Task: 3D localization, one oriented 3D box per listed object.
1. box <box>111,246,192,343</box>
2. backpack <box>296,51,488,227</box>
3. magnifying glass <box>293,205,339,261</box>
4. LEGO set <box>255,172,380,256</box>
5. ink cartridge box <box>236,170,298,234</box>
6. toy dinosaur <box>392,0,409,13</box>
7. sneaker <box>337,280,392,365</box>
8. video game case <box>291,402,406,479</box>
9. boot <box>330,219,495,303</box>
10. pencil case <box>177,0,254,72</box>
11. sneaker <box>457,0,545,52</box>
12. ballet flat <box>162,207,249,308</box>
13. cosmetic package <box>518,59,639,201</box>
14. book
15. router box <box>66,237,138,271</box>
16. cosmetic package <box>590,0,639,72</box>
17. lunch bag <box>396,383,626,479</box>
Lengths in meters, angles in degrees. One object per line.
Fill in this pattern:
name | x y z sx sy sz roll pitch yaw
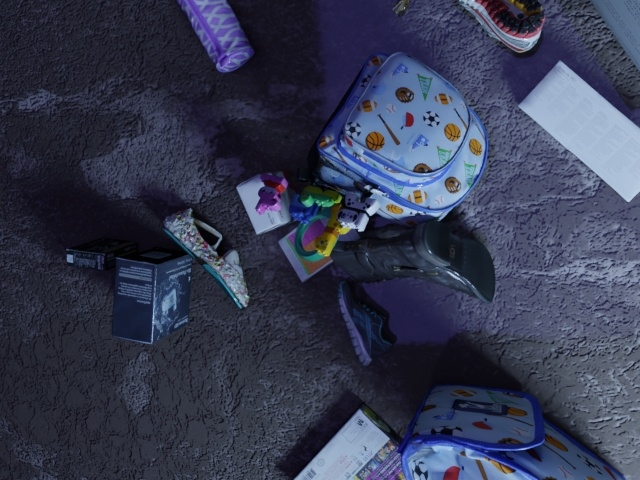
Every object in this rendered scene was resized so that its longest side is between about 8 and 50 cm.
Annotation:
box | -0.331 0.105 1.381 0.093 0.156 0.158 9 100 15
backpack | 0.144 -0.160 1.157 0.263 0.213 0.277 33 77 -6
magnifying glass | 0.009 -0.069 1.256 0.092 0.026 0.231 -4 59 40
LEGO set | -0.008 -0.033 1.171 0.227 0.087 0.093 15 72 30
ink cartridge box | -0.089 -0.072 1.292 0.056 0.135 0.099 -24 90 21
toy dinosaur | 0.163 -0.492 1.213 0.092 0.053 0.183 31 113 -5
sneaker | 0.084 0.149 1.317 0.076 0.065 0.167 -21 94 2
video game case | 0.086 0.471 1.360 0.210 0.042 0.232 41 107 8
boot | 0.163 0.044 1.240 0.229 0.263 0.091 -14 52 44
pencil case | -0.207 -0.418 1.309 0.086 0.088 0.206 -34 87 20
sneaker | 0.277 -0.395 1.163 0.088 0.093 0.225 -36 68 0
ballet flat | -0.212 0.027 1.378 0.077 0.091 0.241 -44 87 -13
cosmetic package | 0.451 -0.181 1.150 0.239 0.060 0.099 44 109 7
book | 0.000 0.000 1.330 0.144 0.035 0.096 -35 83 18
router box | -0.445 0.027 1.423 0.092 0.122 0.038 6 103 17
cosmetic package | 0.539 -0.422 0.916 0.327 0.393 0.329 -33 88 18
lunch bag | 0.314 0.397 1.130 0.385 0.328 0.239 36 101 12
